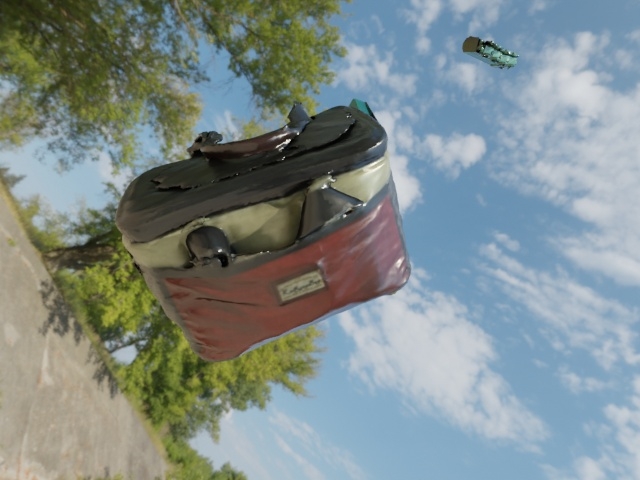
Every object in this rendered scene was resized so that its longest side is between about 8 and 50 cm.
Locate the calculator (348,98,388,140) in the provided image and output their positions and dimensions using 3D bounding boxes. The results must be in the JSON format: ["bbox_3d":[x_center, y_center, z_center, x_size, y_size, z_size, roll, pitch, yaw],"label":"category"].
[{"bbox_3d":[0.077,-0.244,1.200,0.274,0.058,0.249,-57,-147,38],"label":"calculator"}]

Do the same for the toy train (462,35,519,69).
[{"bbox_3d":[0.370,-0.402,0.902,0.071,0.147,0.038,37,-61,41],"label":"toy train"}]

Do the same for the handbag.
[{"bbox_3d":[-0.046,-0.015,0.395,0.181,0.254,0.182,-117,-172,-59],"label":"handbag"}]
